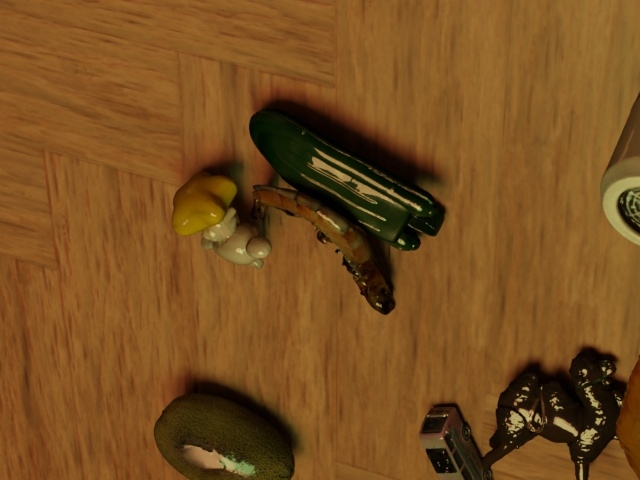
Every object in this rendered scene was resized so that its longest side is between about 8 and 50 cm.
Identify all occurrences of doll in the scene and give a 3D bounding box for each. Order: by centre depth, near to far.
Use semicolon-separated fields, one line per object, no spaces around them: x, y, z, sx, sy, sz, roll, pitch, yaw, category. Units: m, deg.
0.238;0.175;1.880;0.139;0.057;0.165;19;124;17;doll
-0.094;-0.009;1.884;0.135;0.071;0.113;29;158;42;doll

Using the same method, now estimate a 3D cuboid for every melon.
-0.104;0.227;2.081;0.162;0.099;0.099;25;134;7;melon

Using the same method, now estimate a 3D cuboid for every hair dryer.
0.307;-0.002;1.642;0.107;0.173;0.357;18;145;18;hair dryer

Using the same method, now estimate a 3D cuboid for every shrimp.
-0.002;0.003;1.875;0.148;0.035;0.195;18;156;35;shrimp

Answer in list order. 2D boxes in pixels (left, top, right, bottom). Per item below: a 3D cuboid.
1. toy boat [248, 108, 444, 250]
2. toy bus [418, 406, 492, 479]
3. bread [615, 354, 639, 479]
0.020;-0.058;1.810;0.210;0.052;0.104;30;155;5;toy boat
0.143;0.236;1.982;0.037;0.052;0.131;-6;122;36;toy bus
0.438;0.148;1.646;0.337;0.204;0.358;22;137;8;bread
